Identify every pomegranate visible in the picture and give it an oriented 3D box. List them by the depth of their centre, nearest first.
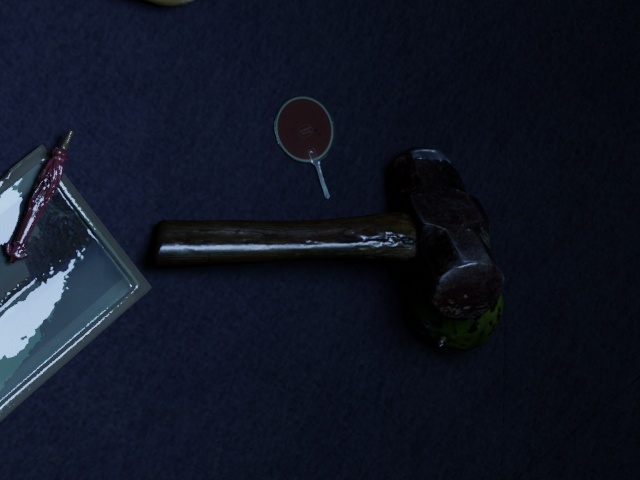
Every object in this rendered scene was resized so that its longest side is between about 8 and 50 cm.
[{"bbox_3d":[0.172,0.068,2.047,0.122,0.122,0.161,38,40,-21],"label":"pomegranate"}]

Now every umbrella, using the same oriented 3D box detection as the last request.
[{"bbox_3d":[-0.311,-0.050,1.817,0.027,0.025,0.165,34,72,-40],"label":"umbrella"}]

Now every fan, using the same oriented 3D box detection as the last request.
[{"bbox_3d":[-0.012,-0.114,2.014,0.085,0.005,0.133,-21,95,-29],"label":"fan"}]

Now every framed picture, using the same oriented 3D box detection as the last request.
[{"bbox_3d":[-0.352,0.062,1.807,0.289,0.016,0.213,-42,105,-25],"label":"framed picture"}]

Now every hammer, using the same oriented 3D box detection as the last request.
[{"bbox_3d":[0.000,0.000,1.936,0.409,0.242,0.095,-3,129,-13],"label":"hammer"}]

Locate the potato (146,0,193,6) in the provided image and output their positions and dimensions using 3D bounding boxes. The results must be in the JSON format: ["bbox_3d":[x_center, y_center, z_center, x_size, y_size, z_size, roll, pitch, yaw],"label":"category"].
[{"bbox_3d":[-0.198,-0.338,1.873,0.178,0.109,0.118,19,55,-31],"label":"potato"}]
